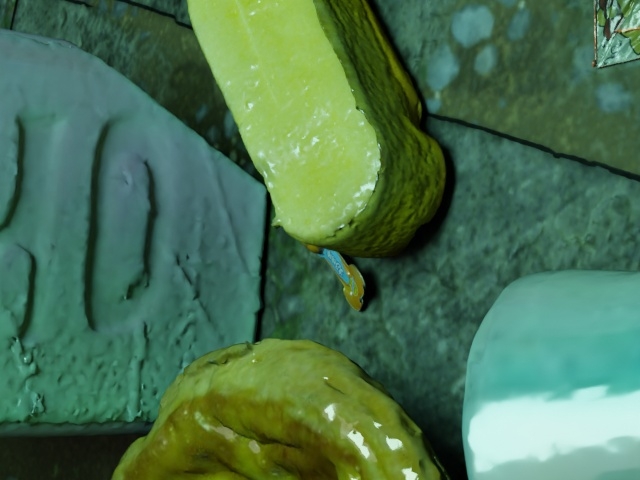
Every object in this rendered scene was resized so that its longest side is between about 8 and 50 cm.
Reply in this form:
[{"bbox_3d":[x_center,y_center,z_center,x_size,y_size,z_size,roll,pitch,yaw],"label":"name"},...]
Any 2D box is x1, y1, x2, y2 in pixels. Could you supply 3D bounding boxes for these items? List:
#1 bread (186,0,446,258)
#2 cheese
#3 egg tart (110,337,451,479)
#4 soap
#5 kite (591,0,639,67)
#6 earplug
[{"bbox_3d":[-0.002,-0.100,0.913,0.102,0.094,0.245,-40,60,27],"label":"bread"},{"bbox_3d":[0.001,0.000,0.945,0.111,0.017,0.047,54,157,31],"label":"cheese"},{"bbox_3d":[-0.004,0.220,0.855,0.341,0.129,0.341,-4,84,46],"label":"egg tart"},{"bbox_3d":[-0.249,-0.006,0.906,0.156,0.446,0.261,5,89,48],"label":"soap"},{"bbox_3d":[0.212,-0.191,0.750,0.198,0.006,0.244,50,121,38],"label":"kite"},{"bbox_3d":[0.242,0.073,0.588,0.324,0.185,0.185,-15,75,39],"label":"earplug"}]
